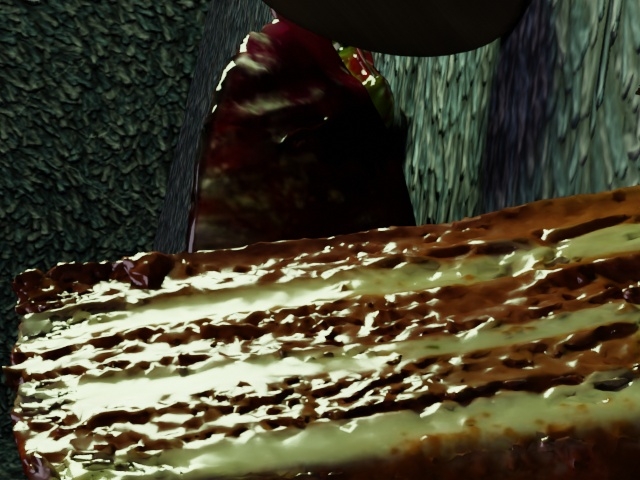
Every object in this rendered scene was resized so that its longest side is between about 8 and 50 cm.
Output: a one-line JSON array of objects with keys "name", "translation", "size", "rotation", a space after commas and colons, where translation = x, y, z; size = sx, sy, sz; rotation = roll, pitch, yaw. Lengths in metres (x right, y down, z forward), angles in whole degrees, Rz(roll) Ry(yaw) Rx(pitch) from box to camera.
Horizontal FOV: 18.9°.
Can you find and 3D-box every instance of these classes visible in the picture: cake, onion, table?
[{"name": "cake", "translation": [0.043, 0.045, 0.643], "size": [0.159, 0.262, 0.158], "rotation": [-58, 23, 23]}, {"name": "onion", "translation": [0.000, 0.000, 1.170], "size": [0.314, 0.146, 0.280], "rotation": [-15, -64, -78]}, {"name": "table", "translation": [0.057, -0.246, 1.116], "size": [0.167, 0.167, 0.226], "rotation": [120, 166, -65]}]

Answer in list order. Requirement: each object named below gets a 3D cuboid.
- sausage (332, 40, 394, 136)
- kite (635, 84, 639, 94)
[{"name": "sausage", "translation": [-0.012, -0.048, 1.398], "size": [0.125, 0.117, 0.317], "rotation": [-110, 32, -58]}, {"name": "kite", "translation": [0.137, -0.108, 0.549], "size": [0.022, 0.204, 0.360], "rotation": [-39, -4, -13]}]
